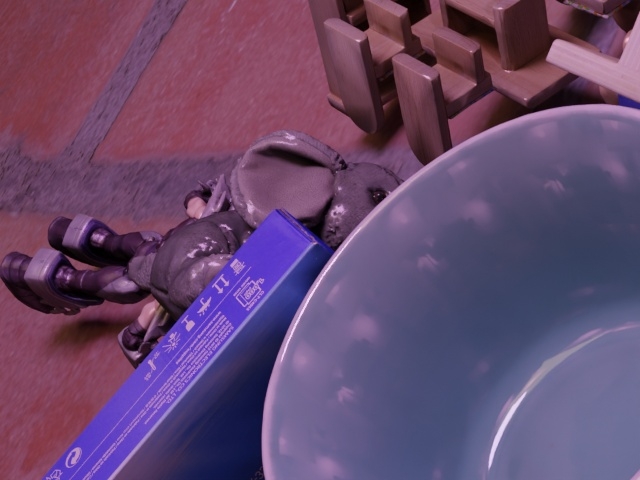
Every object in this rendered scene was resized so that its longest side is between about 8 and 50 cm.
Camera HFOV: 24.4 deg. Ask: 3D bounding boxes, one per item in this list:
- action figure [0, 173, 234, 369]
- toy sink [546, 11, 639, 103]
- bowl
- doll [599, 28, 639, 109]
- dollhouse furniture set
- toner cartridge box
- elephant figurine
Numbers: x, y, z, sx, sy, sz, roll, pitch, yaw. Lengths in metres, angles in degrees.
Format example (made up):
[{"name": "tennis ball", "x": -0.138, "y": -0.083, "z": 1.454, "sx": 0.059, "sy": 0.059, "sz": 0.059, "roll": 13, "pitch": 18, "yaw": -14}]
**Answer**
[{"name": "action figure", "x": -0.151, "y": 0.024, "z": 1.302, "sx": 0.285, "sy": 0.099, "sz": 0.185, "roll": 4, "pitch": 52, "yaw": 45}, {"name": "toy sink", "x": 0.270, "y": -0.114, "z": 0.830, "sx": 0.234, "sy": 0.153, "sz": 0.131, "roll": 35, "pitch": 109, "yaw": 52}, {"name": "bowl", "x": 0.135, "y": 0.091, "z": 0.850, "sx": 0.312, "sy": 0.163, "sz": 0.311, "roll": -29, "pitch": 39, "yaw": 26}, {"name": "doll", "x": 0.281, "y": -0.116, "z": 0.999, "sx": 0.189, "sy": 0.046, "sz": 0.129, "roll": 13, "pitch": 68, "yaw": 53}, {"name": "dollhouse furniture set", "x": 0.105, "y": -0.150, "z": 1.140, "sx": 0.212, "sy": 0.161, "sz": 0.242, "roll": -34, "pitch": 44, "yaw": -21}, {"name": "toner cartridge box", "x": -0.075, "y": 0.163, "z": 1.002, "sx": 0.348, "sy": 0.165, "sz": 0.075, "roll": -50, "pitch": 30, "yaw": 1}, {"name": "elephant figurine", "x": 0.000, "y": 0.000, "z": 1.128, "sx": 0.239, "sy": 0.186, "sz": 0.169, "roll": -43, "pitch": -1, "yaw": -11}]
